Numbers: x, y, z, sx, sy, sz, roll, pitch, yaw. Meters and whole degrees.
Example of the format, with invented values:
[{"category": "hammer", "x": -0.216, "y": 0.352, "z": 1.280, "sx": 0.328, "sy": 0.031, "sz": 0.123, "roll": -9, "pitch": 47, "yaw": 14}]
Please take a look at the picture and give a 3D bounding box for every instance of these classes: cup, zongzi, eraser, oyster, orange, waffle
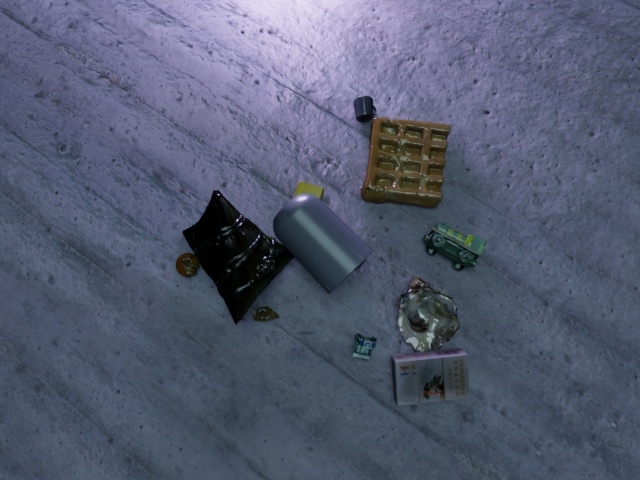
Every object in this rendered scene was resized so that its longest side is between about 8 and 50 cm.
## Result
[{"category": "cup", "x": 0.181, "y": -0.512, "z": 1.601, "sx": 0.100, "sy": 0.078, "sz": 0.077, "roll": 3, "pitch": 77, "yaw": -31}, {"category": "zongzi", "x": -0.331, "y": 0.032, "z": 1.385, "sx": 0.319, "sy": 0.362, "sz": 0.383, "roll": -46, "pitch": 111, "yaw": -34}, {"category": "eraser", "x": -0.051, "y": -0.147, "z": 1.503, "sx": 0.097, "sy": 0.045, "sz": 0.122, "roll": 16, "pitch": 75, "yaw": 5}, {"category": "oyster", "x": -0.190, "y": 0.250, "z": 1.394, "sx": 0.093, "sy": 0.034, "sz": 0.051, "roll": -12, "pitch": 82, "yaw": -8}, {"category": "orange", "x": -0.469, "y": 0.083, "z": 1.427, "sx": 0.086, "sy": 0.062, "sz": 0.086, "roll": -1, "pitch": 72, "yaw": 2}, {"category": "waffle", "x": 0.318, "y": -0.300, "z": 1.533, "sx": 0.305, "sy": 0.077, "sz": 0.347, "roll": 8, "pitch": 74, "yaw": 3}, {"category": "cup", "x": 0.000, "y": 0.000, "z": 1.363, "sx": 0.205, "sy": 0.205, "sz": 0.312, "roll": -42, "pitch": 83, "yaw": -11}, {"category": "oyster", "x": 0.351, "y": 0.259, "z": 1.367, "sx": 0.214, "sy": 0.083, "sz": 0.222, "roll": 35, "pitch": 94, "yaw": 18}]

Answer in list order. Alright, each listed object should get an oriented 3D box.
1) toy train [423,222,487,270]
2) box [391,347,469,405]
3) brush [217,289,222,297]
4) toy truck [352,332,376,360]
[{"category": "toy train", "x": 0.470, "y": 0.015, "z": 1.443, "sx": 0.200, "sy": 0.083, "sz": 0.132, "roll": 32, "pitch": 65, "yaw": 9}, {"category": "box", "x": 0.348, "y": 0.433, "z": 1.299, "sx": 0.234, "sy": 0.067, "sz": 0.149, "roll": -6, "pitch": 94, "yaw": -1}, {"category": "brush", "x": -0.270, "y": 0.138, "z": 1.434, "sx": 0.194, "sy": 0.016, "sz": 0.062, "roll": -24, "pitch": 73, "yaw": -6}, {"category": "toy truck", "x": 0.140, "y": 0.341, "z": 1.294, "sx": 0.067, "sy": 0.175, "sz": 0.081, "roll": 12, "pitch": 80, "yaw": 3}]
